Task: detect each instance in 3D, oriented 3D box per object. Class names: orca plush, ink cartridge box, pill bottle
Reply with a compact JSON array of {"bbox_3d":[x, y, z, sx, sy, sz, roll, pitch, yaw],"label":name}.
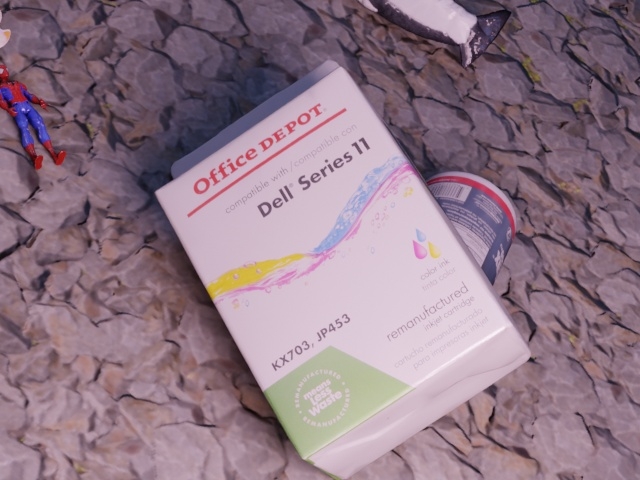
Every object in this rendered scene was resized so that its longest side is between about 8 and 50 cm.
[{"bbox_3d":[0.086,-0.320,1.722,0.287,0.151,0.102,29,14,1],"label":"orca plush"},{"bbox_3d":[0.000,0.000,1.322,0.207,0.119,0.353,-34,65,5],"label":"ink cartridge box"},{"bbox_3d":[0.111,0.028,1.436,0.108,0.108,0.180,31,46,-1],"label":"pill bottle"}]

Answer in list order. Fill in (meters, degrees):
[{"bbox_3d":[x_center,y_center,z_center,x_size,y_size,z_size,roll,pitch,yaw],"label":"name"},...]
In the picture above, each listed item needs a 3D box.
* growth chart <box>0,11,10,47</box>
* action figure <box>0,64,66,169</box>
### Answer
[{"bbox_3d":[-0.366,-0.276,1.434,0.172,0.021,0.237,8,81,-14],"label":"growth chart"},{"bbox_3d":[-0.274,-0.119,1.417,0.038,0.030,0.115,-18,61,-31],"label":"action figure"}]
